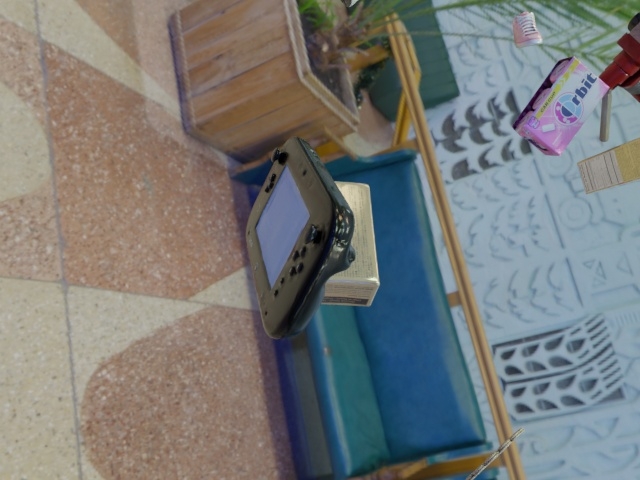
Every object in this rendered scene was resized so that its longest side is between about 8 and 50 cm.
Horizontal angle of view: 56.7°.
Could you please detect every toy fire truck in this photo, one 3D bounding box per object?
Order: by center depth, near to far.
[{"bbox_3d":[0.712,-0.349,1.339,0.216,0.246,0.159,10,44,-43],"label":"toy fire truck"}]

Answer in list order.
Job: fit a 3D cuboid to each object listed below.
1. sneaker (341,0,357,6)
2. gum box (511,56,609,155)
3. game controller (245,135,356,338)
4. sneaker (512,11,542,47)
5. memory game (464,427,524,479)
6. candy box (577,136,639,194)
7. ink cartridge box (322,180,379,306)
[{"bbox_3d":[0.056,-0.357,0.716,0.063,0.073,0.162,52,-13,2],"label":"sneaker"},{"bbox_3d":[0.508,-0.280,1.267,0.107,0.188,0.062,35,2,-12],"label":"gum box"},{"bbox_3d":[-0.039,-0.017,0.726,0.067,0.167,0.319,30,16,-23],"label":"game controller"},{"bbox_3d":[0.447,-0.460,1.291,0.134,0.050,0.070,-72,153,-67],"label":"sneaker"},{"bbox_3d":[0.392,0.488,1.340,0.012,0.186,0.186,46,11,25],"label":"memory game"},{"bbox_3d":[0.718,-0.181,1.269,0.316,0.182,0.088,123,-47,-85],"label":"candy box"},{"bbox_3d":[0.000,0.000,1.102,0.088,0.193,0.235,104,-13,-53],"label":"ink cartridge box"}]
